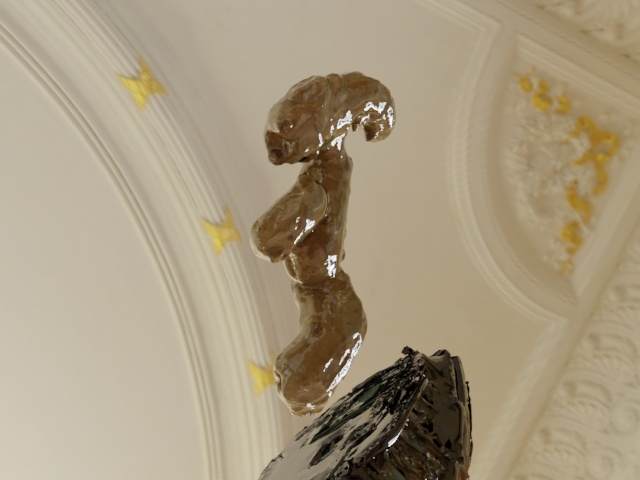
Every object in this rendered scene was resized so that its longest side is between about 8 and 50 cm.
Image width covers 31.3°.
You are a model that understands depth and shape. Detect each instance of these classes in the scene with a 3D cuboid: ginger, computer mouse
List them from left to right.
[{"bbox_3d":[-0.007,-0.007,0.823,0.149,0.065,0.259,30,-110,-54],"label":"ginger"},{"bbox_3d":[0.021,0.132,0.594,0.146,0.241,0.077,-36,-87,26],"label":"computer mouse"}]
